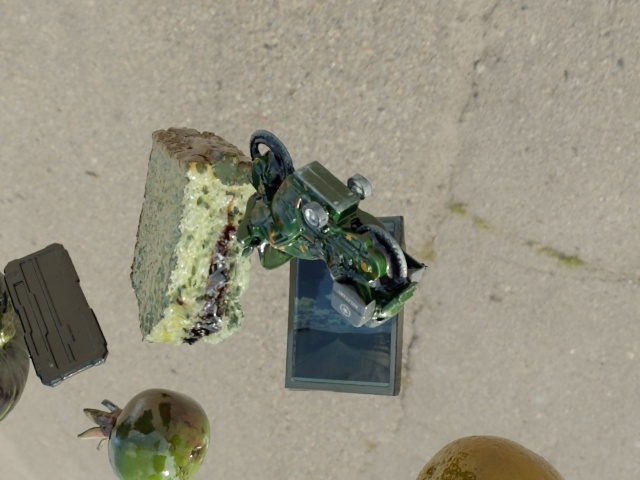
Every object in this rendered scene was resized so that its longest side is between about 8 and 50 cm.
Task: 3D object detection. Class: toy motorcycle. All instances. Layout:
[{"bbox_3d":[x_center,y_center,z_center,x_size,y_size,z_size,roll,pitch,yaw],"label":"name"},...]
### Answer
[{"bbox_3d":[0.000,0.000,0.943,0.275,0.125,0.187,42,145,26],"label":"toy motorcycle"}]

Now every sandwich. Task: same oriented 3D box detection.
[{"bbox_3d":[-0.192,0.006,1.196,0.131,0.325,0.262,5,-167,-26],"label":"sandwich"}]

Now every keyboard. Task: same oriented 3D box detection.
[{"bbox_3d":[-0.395,0.103,1.173,0.262,0.106,0.016,53,160,39],"label":"keyboard"}]

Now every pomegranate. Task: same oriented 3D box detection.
[{"bbox_3d":[-0.302,0.333,1.361,0.224,0.181,0.181,13,142,20],"label":"pomegranate"}]

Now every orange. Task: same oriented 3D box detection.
[{"bbox_3d":[0.229,0.370,1.035,0.236,0.236,0.236,23,146,17],"label":"orange"}]

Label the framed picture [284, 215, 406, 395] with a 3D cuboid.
[{"bbox_3d":[0.035,0.094,1.162,0.189,0.260,0.023,-2,172,30],"label":"framed picture"}]

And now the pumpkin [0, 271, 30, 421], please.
[{"bbox_3d":[-0.612,0.168,1.276,0.241,0.323,0.323,-9,138,2],"label":"pumpkin"}]
